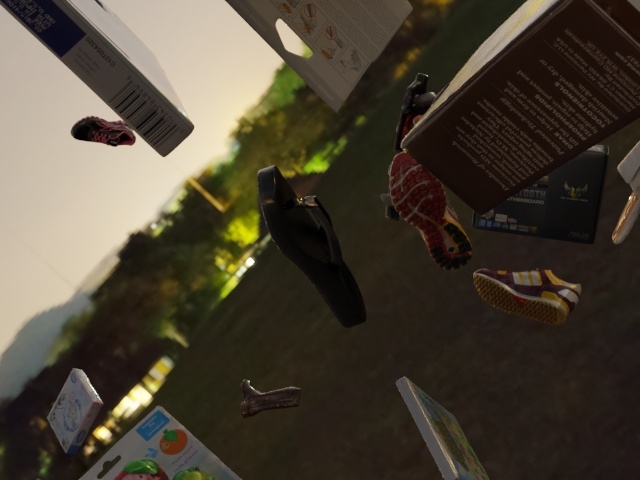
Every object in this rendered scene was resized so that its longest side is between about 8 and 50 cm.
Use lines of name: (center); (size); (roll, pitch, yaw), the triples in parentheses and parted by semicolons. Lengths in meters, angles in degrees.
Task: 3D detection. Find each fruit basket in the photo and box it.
fruit basket: (-0.315, 0.510, 1.969); (0.327, 0.353, 0.165); (-42, -29, -19)

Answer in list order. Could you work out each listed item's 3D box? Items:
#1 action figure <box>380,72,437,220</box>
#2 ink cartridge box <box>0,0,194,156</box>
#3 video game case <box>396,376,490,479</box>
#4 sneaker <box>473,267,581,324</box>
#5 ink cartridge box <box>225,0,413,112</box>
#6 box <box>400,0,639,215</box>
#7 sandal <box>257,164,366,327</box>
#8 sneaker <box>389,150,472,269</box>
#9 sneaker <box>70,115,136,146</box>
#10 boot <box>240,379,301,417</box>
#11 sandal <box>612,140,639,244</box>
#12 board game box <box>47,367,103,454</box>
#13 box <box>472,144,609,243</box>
action figure: (0.232, -0.168, 2.282); (0.330, 0.179, 0.341); (-50, -28, -61)
ink cartridge box: (-0.327, -0.290, 1.419); (0.071, 0.324, 0.330); (-43, 31, 4)
video game case: (0.217, 0.343, 1.746); (0.023, 0.193, 0.212); (-37, 46, 11)
sneaker: (0.353, 0.081, 1.803); (0.084, 0.185, 0.069); (-46, -37, -30)
ink cartridge box: (-0.009, -0.378, 1.685); (0.239, 0.275, 0.060); (-55, 27, -16)
box: (0.251, -0.182, 1.087); (0.191, 0.143, 0.381); (-51, 6, -24)
sandal: (0.000, 0.000, 1.171); (0.054, 0.254, 0.097); (-23, 47, 14)
sneaker: (0.178, -0.055, 1.792); (0.088, 0.225, 0.092); (-26, 26, 8)
sneaker: (-0.379, -0.186, 1.857); (0.119, 0.057, 0.047); (-3, -50, -33)
boot: (-0.088, 0.282, 1.944); (0.114, 0.037, 0.106); (-16, 31, 6)
sandal: (0.627, -0.117, 2.118); (0.102, 0.076, 0.265); (-58, -10, -69)
board game box: (-0.355, 0.246, 1.522); (0.090, 0.020, 0.090); (42, 108, 48)
box: (0.409, -0.099, 1.973); (0.059, 0.233, 0.183); (-58, -26, -64)
